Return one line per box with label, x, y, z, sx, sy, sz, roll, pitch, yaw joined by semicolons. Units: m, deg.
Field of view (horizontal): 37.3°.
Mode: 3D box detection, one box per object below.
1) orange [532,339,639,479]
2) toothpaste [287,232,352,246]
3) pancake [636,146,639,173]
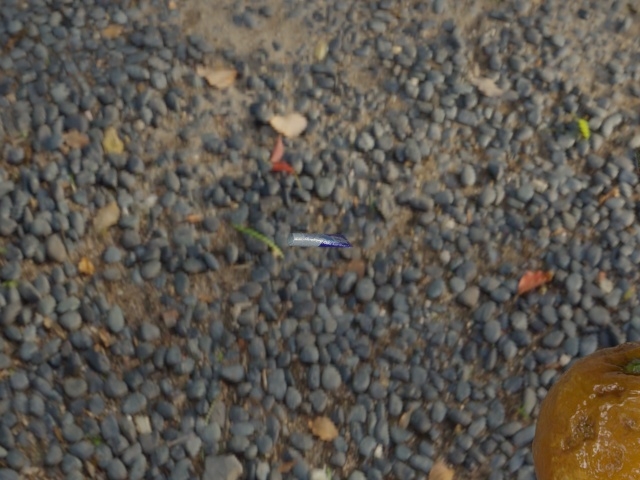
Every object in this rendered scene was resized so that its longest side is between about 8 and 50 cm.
orange;0.365;0.235;1.044;0.260;0.261;0.261;1;65;-2
toothpaste;0.000;0.000;1.082;0.083;0.015;0.024;0;37;-37
pancake;0.506;-0.047;1.228;0.235;0.029;0.212;29;48;-10
